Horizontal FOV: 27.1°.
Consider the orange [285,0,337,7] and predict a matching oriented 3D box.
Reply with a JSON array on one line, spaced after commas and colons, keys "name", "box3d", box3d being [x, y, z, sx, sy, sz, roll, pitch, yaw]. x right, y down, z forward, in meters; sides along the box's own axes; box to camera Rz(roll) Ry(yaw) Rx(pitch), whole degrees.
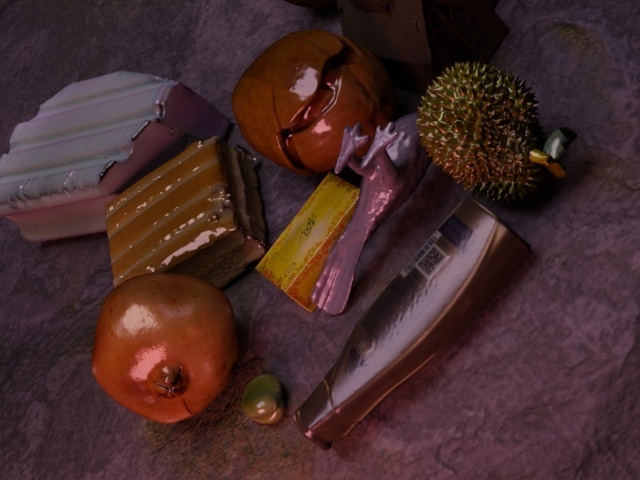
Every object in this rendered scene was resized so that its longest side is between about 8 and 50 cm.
[{"name": "orange", "box3d": [-0.022, -0.477, 2.166, 0.206, 0.206, 0.206, -28, 41, 28]}]

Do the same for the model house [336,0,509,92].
[{"name": "model house", "box3d": [0.120, -0.356, 1.861, 0.211, 0.243, 0.204, 22, 76, 53]}]

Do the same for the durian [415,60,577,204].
[{"name": "durian", "box3d": [0.204, -0.126, 1.637, 0.146, 0.198, 0.159, -38, -7, -6]}]

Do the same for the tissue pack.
[{"name": "tissue pack", "box3d": [0.000, 0.000, 1.831, 0.176, 0.062, 0.095, -53, 35, -2]}]

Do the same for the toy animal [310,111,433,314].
[{"name": "toy animal", "box3d": [0.083, -0.087, 1.716, 0.081, 0.206, 0.367, 29, 79, 25]}]

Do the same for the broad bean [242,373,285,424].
[{"name": "broad bean", "box3d": [-0.076, 0.209, 1.742, 0.063, 0.045, 0.083, -43, 28, 8]}]

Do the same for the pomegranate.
[{"name": "pomegranate", "box3d": [-0.213, 0.140, 1.817, 0.209, 0.209, 0.209, -28, 41, 28]}]

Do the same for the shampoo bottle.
[{"name": "shampoo bottle", "box3d": [0.102, 0.106, 1.605, 0.350, 0.084, 0.125, -49, 33, 2]}]

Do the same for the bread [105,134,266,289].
[{"name": "bread", "box3d": [-0.200, -0.018, 2.024, 0.246, 0.111, 0.239, -35, 41, 17]}]

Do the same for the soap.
[{"name": "soap", "box3d": [-0.371, -0.150, 2.288, 0.446, 0.156, 0.261, -9, 52, 44]}]

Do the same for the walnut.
[{"name": "walnut", "box3d": [-0.023, -0.199, 1.924, 0.209, 0.209, 0.336, -57, 25, -9]}]
